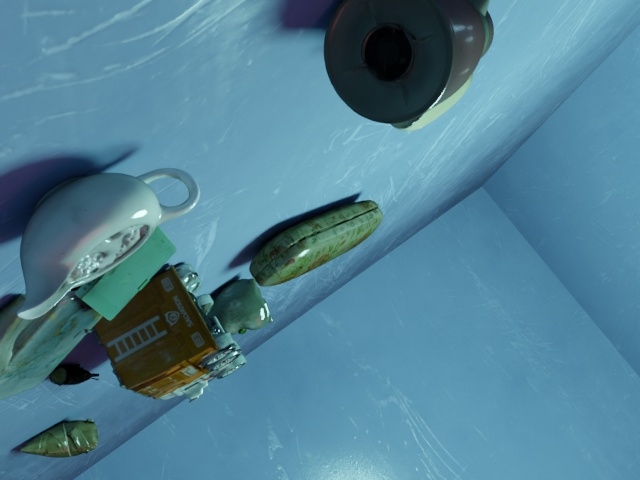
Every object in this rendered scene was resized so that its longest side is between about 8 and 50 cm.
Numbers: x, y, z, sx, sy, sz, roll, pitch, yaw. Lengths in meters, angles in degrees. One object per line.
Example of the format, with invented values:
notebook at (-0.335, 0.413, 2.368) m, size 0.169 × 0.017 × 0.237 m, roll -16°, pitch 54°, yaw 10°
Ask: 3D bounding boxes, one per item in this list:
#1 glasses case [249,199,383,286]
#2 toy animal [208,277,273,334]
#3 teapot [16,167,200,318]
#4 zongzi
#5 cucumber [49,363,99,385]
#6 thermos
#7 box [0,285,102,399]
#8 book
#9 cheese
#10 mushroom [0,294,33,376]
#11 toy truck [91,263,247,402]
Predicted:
glasses case at (0.000, 0.000, 1.699) m, size 0.156 × 0.098 × 0.425 m, roll -38°, pitch 172°, yaw 33°
toy animal at (-0.230, 0.165, 1.711) m, size 0.236 × 0.138 × 0.108 m, roll -15°, pitch -150°, yaw -3°
teapot at (-0.223, -0.016, 0.780) m, size 0.226 × 0.092 × 0.145 m, roll -35°, pitch 173°, yaw -25°
zongzi at (-0.625, 0.470, 1.803) m, size 0.178 × 0.081 × 0.189 m, roll -6°, pitch 168°, yaw -32°
cucumber at (-0.444, 0.243, 1.406) m, size 0.163 × 0.043 × 0.039 m, roll 87°, pitch 14°, yaw -83°
thermos at (0.119, -0.225, 0.919) m, size 0.176 × 0.146 × 0.265 m, roll -51°, pitch 171°, yaw 31°
box at (-0.388, 0.140, 1.087) m, size 0.285 × 0.044 × 0.142 m, roll -43°, pitch 166°, yaw 28°
book at (-0.254, 0.040, 1.029) m, size 0.135 × 0.017 × 0.103 m, roll -48°, pitch 159°, yaw -12°
cheese at (0.200, -0.253, 1.293) m, size 0.163 × 0.071 × 0.249 m, roll -42°, pitch 170°, yaw 32°
mushroom at (-0.407, 0.132, 0.965) m, size 0.202 × 0.054 × 0.059 m, roll -47°, pitch 174°, yaw 22°
toy truck at (-0.268, 0.188, 1.402) m, size 0.207 × 0.173 × 0.387 m, roll -30°, pitch 167°, yaw -9°
